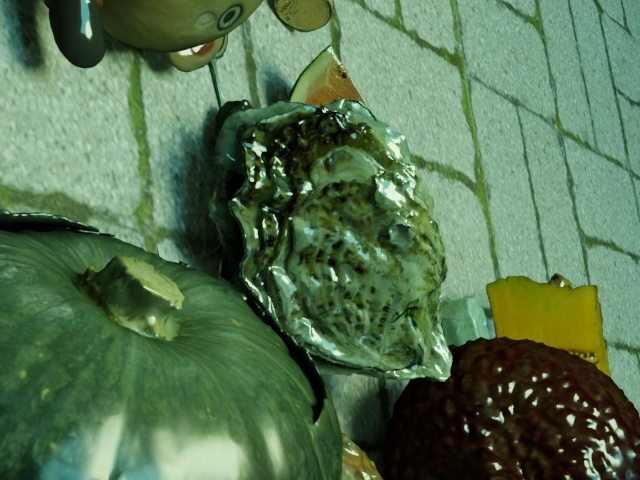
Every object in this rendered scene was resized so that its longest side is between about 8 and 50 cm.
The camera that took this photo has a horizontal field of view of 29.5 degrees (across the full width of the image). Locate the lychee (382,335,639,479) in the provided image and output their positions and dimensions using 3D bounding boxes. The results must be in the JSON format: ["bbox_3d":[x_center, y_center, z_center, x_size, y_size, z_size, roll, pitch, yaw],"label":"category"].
[{"bbox_3d":[0.181,0.216,1.127,0.260,0.261,0.260,33,49,-48],"label":"lychee"}]

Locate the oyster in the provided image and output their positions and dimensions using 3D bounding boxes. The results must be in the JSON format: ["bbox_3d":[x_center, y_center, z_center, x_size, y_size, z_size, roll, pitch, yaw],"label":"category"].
[{"bbox_3d":[0.010,0.011,1.021,0.112,0.198,0.267,-136,-146,-72],"label":"oyster"}]

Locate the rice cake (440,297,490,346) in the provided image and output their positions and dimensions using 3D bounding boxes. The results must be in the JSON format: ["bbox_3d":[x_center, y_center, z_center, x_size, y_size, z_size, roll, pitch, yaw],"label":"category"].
[{"bbox_3d":[0.180,0.182,1.339,0.042,0.045,0.245,-5,80,-60],"label":"rice cake"}]

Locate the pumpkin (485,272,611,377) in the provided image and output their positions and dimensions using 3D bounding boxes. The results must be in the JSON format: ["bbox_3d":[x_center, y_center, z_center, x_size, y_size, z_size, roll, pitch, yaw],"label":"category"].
[{"bbox_3d":[0.266,0.148,1.392,0.126,0.131,0.248,-35,122,-69],"label":"pumpkin"}]

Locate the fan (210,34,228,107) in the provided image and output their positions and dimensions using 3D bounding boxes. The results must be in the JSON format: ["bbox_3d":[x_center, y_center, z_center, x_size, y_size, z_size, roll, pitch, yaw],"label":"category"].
[{"bbox_3d":[-0.102,-0.179,1.084,0.085,0.005,0.133,-8,82,-61],"label":"fan"}]

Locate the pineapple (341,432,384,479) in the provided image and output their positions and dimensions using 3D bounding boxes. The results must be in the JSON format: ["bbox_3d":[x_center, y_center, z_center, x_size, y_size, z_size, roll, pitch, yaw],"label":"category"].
[{"bbox_3d":[-0.061,0.249,0.814,0.157,0.158,0.278,59,41,-23],"label":"pineapple"}]

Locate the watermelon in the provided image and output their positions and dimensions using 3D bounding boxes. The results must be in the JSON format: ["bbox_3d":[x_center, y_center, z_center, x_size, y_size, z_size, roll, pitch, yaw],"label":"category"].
[{"bbox_3d":[0.003,-0.096,1.162,0.069,0.087,0.163,-33,106,-27],"label":"watermelon"}]

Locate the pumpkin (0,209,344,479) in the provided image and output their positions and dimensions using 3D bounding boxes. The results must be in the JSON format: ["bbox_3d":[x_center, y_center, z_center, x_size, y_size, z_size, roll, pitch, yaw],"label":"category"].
[{"bbox_3d":[-0.146,0.124,0.608,0.292,0.257,0.328,33,15,16],"label":"pumpkin"}]

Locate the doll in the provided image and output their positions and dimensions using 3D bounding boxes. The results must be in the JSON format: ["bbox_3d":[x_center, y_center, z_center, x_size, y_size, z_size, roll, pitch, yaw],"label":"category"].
[{"bbox_3d":[-0.150,-0.243,0.888,0.330,0.174,0.235,2,105,-57],"label":"doll"}]

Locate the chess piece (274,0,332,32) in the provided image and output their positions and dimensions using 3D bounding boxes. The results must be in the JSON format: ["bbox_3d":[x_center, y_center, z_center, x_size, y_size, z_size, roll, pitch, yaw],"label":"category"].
[{"bbox_3d":[-0.009,-0.292,1.249,0.060,0.060,0.172,47,37,-39],"label":"chess piece"}]

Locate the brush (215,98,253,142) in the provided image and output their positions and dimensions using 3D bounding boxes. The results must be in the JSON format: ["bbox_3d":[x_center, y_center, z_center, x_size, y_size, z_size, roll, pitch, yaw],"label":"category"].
[{"bbox_3d":[-0.001,0.000,1.128,0.323,0.051,0.070,51,30,-29],"label":"brush"}]
